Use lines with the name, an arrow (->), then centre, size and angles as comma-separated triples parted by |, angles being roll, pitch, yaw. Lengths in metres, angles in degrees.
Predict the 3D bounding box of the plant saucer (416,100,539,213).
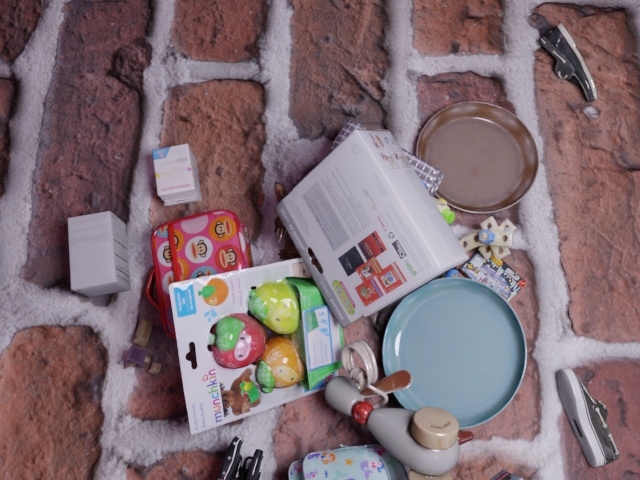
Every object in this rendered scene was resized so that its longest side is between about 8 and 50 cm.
plant saucer -> 0.400, -0.210, 1.335 | 0.311, 0.050, 0.310 | 0, 74, 0

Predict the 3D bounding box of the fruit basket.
fruit basket -> -0.117, 0.213, 1.088 | 0.353, 0.165, 0.326 | -11, 103, -32

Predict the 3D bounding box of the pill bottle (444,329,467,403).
pill bottle -> 0.335, 0.260, 1.167 | 0.121, 0.121, 0.221 | 9, 75, 3

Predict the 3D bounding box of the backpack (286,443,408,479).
backpack -> 0.068, 0.533, 1.046 | 0.254, 0.191, 0.225 | -1, 45, -16

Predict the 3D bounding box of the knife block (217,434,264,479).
knife block -> -0.191, 0.548, 1.038 | 0.088, 0.275, 0.241 | 14, 105, 5

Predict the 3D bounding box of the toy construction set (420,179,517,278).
toy construction set -> 0.281, -0.011, 1.176 | 0.328, 0.151, 0.214 | 15, 106, -28

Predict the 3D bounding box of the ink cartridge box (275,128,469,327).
ink cartridge box -> 0.090, -0.021, 1.045 | 0.272, 0.130, 0.309 | -38, 75, 36

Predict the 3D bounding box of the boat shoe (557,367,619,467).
boat shoe -> 0.599, 0.388, 1.156 | 0.070, 0.078, 0.219 | -17, 83, -3

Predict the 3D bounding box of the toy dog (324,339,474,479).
toy dog -> 0.169, 0.356, 1.039 | 0.161, 0.220, 0.333 | -6, 39, -39

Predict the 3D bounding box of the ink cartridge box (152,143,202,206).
ink cartridge box -> -0.360, -0.155, 1.306 | 0.092, 0.090, 0.143 | -10, 76, -2

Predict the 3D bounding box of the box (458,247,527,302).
box -> 0.420, 0.088, 1.262 | 0.094, 0.027, 0.137 | -43, 78, -11

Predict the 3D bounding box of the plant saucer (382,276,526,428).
plant saucer -> 0.282, 0.237, 1.106 | 0.318, 0.044, 0.317 | -14, 66, 33

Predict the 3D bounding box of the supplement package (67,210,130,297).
supplement package -> -0.533, 0.035, 1.247 | 0.105, 0.105, 0.179 | -9, 74, -3

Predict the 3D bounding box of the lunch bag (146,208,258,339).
lunch bag -> -0.288, 0.086, 1.229 | 0.258, 0.120, 0.292 | -13, 77, 2

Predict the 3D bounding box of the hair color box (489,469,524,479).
hair color box -> 0.433, 0.695, 1.050 | 0.185, 0.113, 0.374 | -31, 77, -8

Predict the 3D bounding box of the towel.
towel -> 0.128, -0.130, 1.254 | 0.284, 0.121, 0.235 | 31, 90, 11

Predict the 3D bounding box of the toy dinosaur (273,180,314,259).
toy dinosaur -> 0.000, 0.000, 1.200 | 0.296, 0.200, 0.127 | 27, 76, 9

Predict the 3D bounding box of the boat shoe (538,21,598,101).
boat shoe -> 0.678, -0.471, 1.402 | 0.079, 0.084, 0.233 | -31, 81, 32

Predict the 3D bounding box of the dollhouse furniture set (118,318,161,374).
dollhouse furniture set -> -0.427, 0.256, 1.235 | 0.081, 0.091, 0.114 | -24, 43, 35
